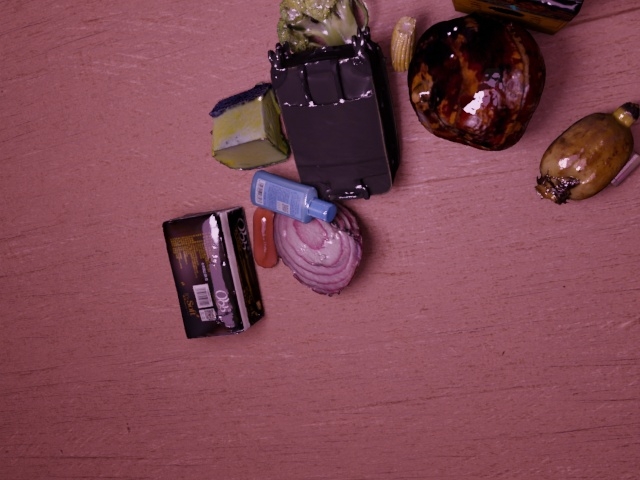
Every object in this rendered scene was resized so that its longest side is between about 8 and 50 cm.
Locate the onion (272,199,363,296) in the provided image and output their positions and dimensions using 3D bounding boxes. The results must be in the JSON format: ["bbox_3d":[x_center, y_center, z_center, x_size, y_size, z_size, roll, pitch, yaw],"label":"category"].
[{"bbox_3d":[0.000,0.000,1.654,0.314,0.146,0.280,35,132,20],"label":"onion"}]

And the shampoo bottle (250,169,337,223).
[{"bbox_3d":[-0.074,-0.108,1.540,0.258,0.061,0.104,22,114,30],"label":"shampoo bottle"}]

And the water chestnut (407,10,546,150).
[{"bbox_3d":[0.396,-0.377,1.382,0.335,0.347,0.335,25,120,55],"label":"water chestnut"}]

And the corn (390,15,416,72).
[{"bbox_3d":[0.209,-0.490,1.444,0.063,0.165,0.085,33,79,13],"label":"corn"}]

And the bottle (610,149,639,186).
[{"bbox_3d":[0.759,-0.181,1.448,0.045,0.045,0.096,38,111,3],"label":"bottle"}]

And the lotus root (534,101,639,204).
[{"bbox_3d":[0.657,-0.209,1.419,0.169,0.141,0.314,44,101,-3],"label":"lotus root"}]

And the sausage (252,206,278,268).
[{"bbox_3d":[-0.165,-0.009,1.725,0.077,0.077,0.194,5,107,14],"label":"sausage"}]

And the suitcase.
[{"bbox_3d":[0.044,-0.310,1.487,0.283,0.194,0.434,-4,122,19],"label":"suitcase"}]

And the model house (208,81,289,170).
[{"bbox_3d":[-0.205,-0.329,1.637,0.194,0.170,0.211,-13,73,24],"label":"model house"}]

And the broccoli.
[{"bbox_3d":[0.006,-0.565,1.473,0.254,0.186,0.302,-1,99,8],"label":"broccoli"}]

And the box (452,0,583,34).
[{"bbox_3d":[0.418,-0.547,1.243,0.264,0.415,0.116,20,108,9],"label":"box"}]

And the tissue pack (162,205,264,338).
[{"bbox_3d":[-0.315,0.097,1.716,0.210,0.198,0.370,-7,99,12],"label":"tissue pack"}]
